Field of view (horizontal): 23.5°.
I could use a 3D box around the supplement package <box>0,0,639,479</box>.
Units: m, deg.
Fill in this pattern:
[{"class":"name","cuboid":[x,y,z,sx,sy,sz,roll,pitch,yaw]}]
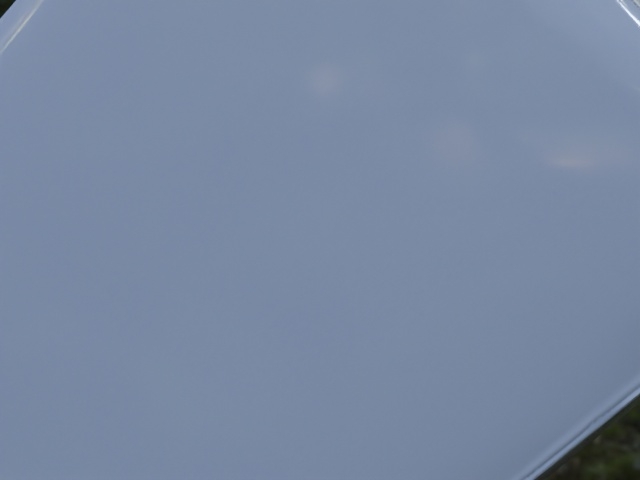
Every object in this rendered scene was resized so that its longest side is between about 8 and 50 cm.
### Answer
[{"class":"supplement package","cuboid":[0.000,0.000,0.486,0.204,0.262,0.145,51,22,11]}]
